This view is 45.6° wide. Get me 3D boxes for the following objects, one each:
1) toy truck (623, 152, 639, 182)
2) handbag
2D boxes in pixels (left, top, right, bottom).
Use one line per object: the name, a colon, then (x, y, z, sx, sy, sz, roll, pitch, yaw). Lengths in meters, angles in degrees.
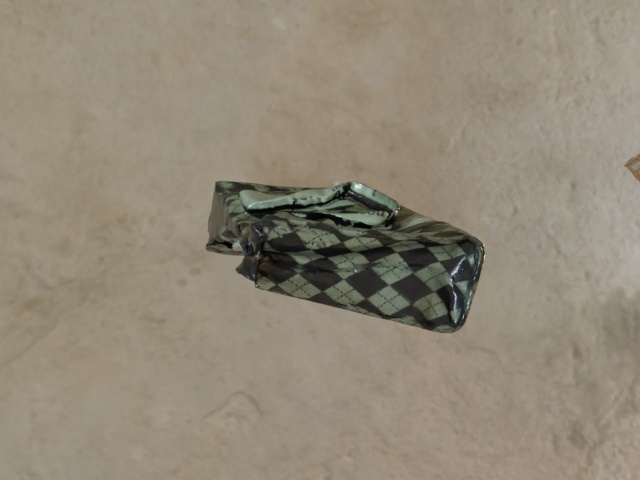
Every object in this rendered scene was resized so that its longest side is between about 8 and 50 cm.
toy truck: (0.784, -0.129, 1.607, 0.305, 0.136, 0.162, 5, 52, -45)
handbag: (0.000, 0.000, 1.119, 0.317, 0.416, 0.180, 7, 99, -20)
